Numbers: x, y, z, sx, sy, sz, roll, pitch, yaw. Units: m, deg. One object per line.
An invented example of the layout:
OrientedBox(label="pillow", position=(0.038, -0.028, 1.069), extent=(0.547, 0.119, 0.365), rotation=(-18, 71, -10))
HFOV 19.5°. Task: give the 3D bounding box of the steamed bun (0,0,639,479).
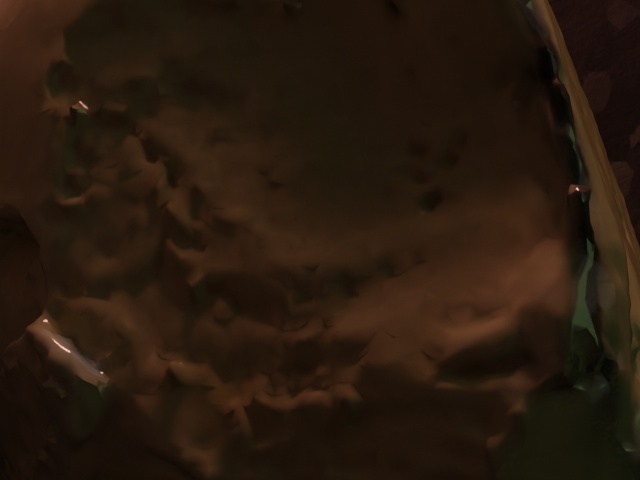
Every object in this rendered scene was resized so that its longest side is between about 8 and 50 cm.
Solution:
OrientedBox(label="steamed bun", position=(0.001, 0.036, 0.657), extent=(0.312, 0.233, 0.333), rotation=(56, 18, -57))
